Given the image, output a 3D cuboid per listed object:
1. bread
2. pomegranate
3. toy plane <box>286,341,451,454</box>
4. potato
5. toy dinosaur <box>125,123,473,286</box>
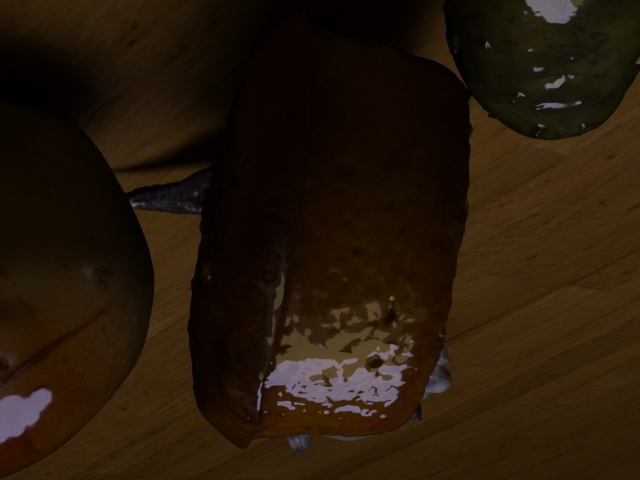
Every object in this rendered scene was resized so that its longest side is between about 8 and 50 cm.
[{"bbox_3d":[0.000,0.000,1.119,0.172,0.312,0.312,9,156,-4],"label":"bread"},{"bbox_3d":[-0.273,0.034,1.153,0.319,0.319,0.319,-8,158,-3],"label":"pomegranate"},{"bbox_3d":[0.022,0.158,1.773,0.252,0.118,0.252,-10,158,-4],"label":"toy plane"},{"bbox_3d":[0.156,-0.155,1.066,0.149,0.113,0.251,-4,150,7],"label":"potato"},{"bbox_3d":[-0.016,-0.039,1.331,0.294,0.077,0.162,-24,145,1],"label":"toy dinosaur"}]
